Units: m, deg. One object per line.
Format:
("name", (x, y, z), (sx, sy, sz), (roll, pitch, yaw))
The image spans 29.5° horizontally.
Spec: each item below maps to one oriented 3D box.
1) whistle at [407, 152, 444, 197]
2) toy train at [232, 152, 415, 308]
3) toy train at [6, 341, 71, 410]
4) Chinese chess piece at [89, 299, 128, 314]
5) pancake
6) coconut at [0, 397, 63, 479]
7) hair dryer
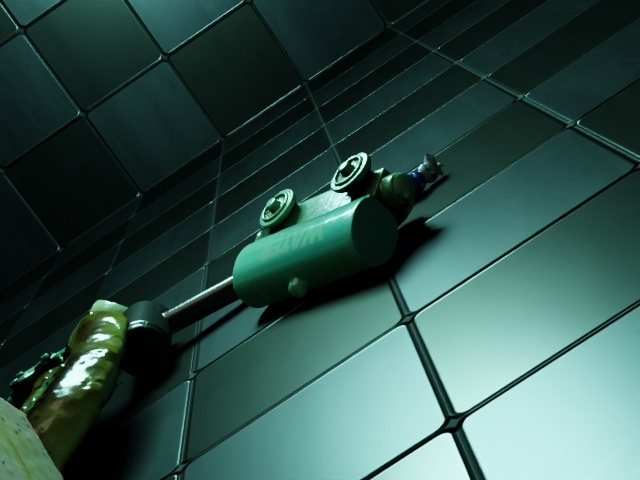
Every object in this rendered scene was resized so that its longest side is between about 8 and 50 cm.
("whistle", (0.111, -0.070, 1.443), (0.083, 0.033, 0.029), (-40, 6, -17))
("toy train", (0.000, 0.000, 1.370), (0.248, 0.101, 0.159), (-22, 34, 47))
("toy train", (-0.340, 0.174, 1.626), (0.170, 0.071, 0.111), (-32, 6, 12))
("Chinese chess piece", (-0.273, 0.109, 1.653), (0.084, 0.084, 0.034), (-6, 61, 65))
("pancake", (-0.322, 0.212, 1.305), (0.305, 0.067, 0.426), (-31, 23, 45))
("coconut", (-0.327, 0.241, 0.840), (0.353, 0.352, 0.352), (-33, 13, 9))
("hair dryer", (-0.137, 0.083, 1.489), (0.248, 0.070, 0.114), (-26, 12, 1))
